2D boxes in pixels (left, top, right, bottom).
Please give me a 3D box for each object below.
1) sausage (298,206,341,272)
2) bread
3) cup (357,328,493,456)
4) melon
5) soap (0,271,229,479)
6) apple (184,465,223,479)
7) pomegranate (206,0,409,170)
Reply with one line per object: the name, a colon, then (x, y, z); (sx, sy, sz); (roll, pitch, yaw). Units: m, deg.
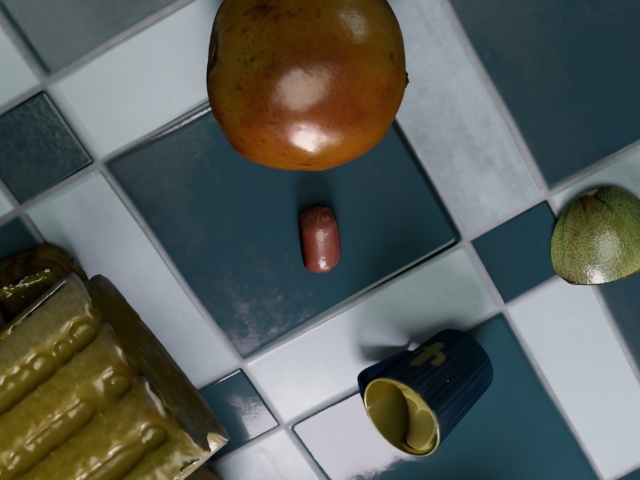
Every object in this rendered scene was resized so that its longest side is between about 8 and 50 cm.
sausage: (0.001, 0.000, 1.852); (0.054, 0.059, 0.094); (-10, 114, -9)
bread: (-0.389, 0.127, 1.845); (0.181, 0.096, 0.222); (-16, 117, 3)
cup: (0.144, 0.205, 1.919); (0.155, 0.176, 0.131); (-35, 127, -36)
melon: (0.398, -0.005, 1.890); (0.160, 0.079, 0.128); (-24, 118, 5)
soap: (-0.333, 0.249, 1.718); (0.335, 0.156, 0.293); (-41, 80, 9)
apple: (-0.246, 0.466, 1.912); (0.277, 0.319, 0.319); (-10, 122, 34)
pomegranate: (-0.014, -0.214, 1.652); (0.264, 0.264, 0.264); (-3, 116, -6)
